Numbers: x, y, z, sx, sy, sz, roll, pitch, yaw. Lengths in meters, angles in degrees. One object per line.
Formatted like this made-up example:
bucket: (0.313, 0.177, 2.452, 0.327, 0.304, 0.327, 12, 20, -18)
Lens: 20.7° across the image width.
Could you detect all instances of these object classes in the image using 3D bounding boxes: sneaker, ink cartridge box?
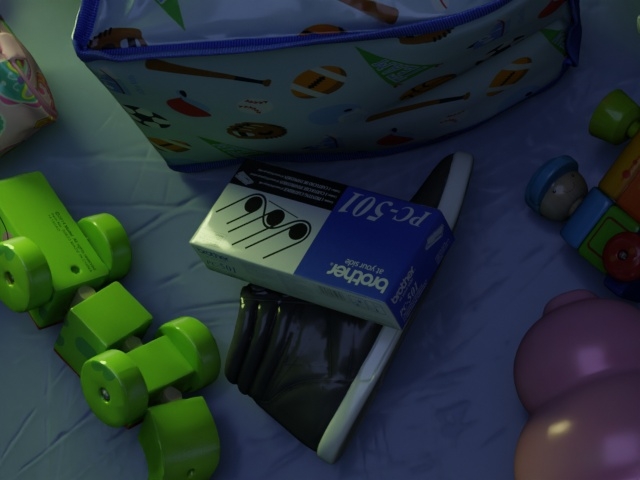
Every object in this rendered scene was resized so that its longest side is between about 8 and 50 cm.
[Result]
sneaker: (0.018, 0.031, 1.523, 0.147, 0.104, 0.296, 28, 86, 9)
ink cartridge box: (0.000, 0.000, 1.470, 0.207, 0.046, 0.097, 16, 63, 33)

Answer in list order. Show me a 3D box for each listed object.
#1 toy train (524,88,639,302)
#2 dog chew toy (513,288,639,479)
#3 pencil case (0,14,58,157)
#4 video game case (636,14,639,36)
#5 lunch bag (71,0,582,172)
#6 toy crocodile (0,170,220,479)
toy train: (0.293, -0.083, 1.493, 0.143, 0.105, 0.248, 42, 104, 28)
dog chew toy: (0.249, 0.196, 1.410, 0.206, 0.206, 0.332, -17, 68, 4)
pencil case: (-0.384, -0.093, 1.607, 0.284, 0.124, 0.124, -29, 74, 0)
video game case: (0.420, -0.101, 1.538, 0.204, 0.025, 0.285, -18, 75, 4)
lunch bag: (0.023, -0.206, 1.468, 0.385, 0.328, 0.239, -1, 78, 10)
toy crocodile: (-0.199, 0.076, 1.553, 0.115, 0.105, 0.340, -25, 68, -42)
